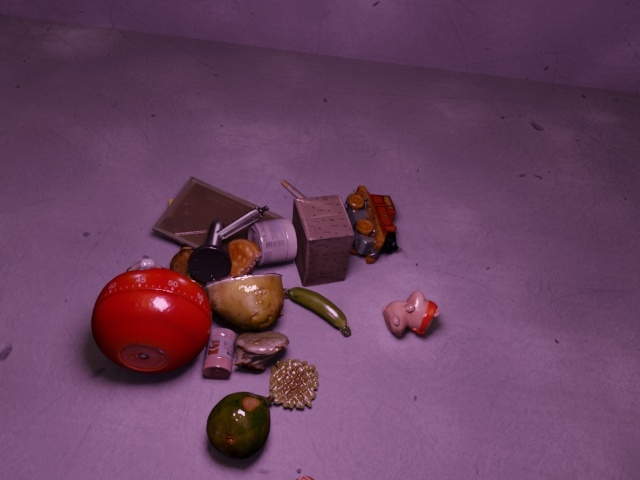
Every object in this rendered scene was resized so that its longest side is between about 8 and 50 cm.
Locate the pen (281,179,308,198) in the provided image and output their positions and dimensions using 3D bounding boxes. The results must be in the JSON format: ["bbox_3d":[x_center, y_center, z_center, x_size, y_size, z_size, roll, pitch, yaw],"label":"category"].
[{"bbox_3d":[-0.099,-0.211,2.382,0.040,0.032,0.233,-15,49,-47],"label":"pen"}]

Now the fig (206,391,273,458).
[{"bbox_3d":[-0.236,0.567,1.639,0.195,0.195,0.245,31,21,19],"label":"fig"}]

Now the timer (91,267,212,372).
[{"bbox_3d":[-0.549,0.268,1.703,0.378,0.378,0.279,2,47,-4],"label":"timer"}]

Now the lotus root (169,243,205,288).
[{"bbox_3d":[-0.507,0.121,1.984,0.129,0.145,0.260,17,41,-40],"label":"lotus root"}]

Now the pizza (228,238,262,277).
[{"bbox_3d":[-0.309,0.087,2.028,0.053,0.193,0.201,20,7,-45],"label":"pizza"}]

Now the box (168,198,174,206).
[{"bbox_3d":[-0.525,-0.109,2.241,0.270,0.043,0.152,1,53,-4],"label":"box"}]

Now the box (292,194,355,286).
[{"bbox_3d":[0.000,0.000,2.039,0.191,0.297,0.225,-8,51,-13],"label":"box"}]

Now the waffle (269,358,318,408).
[{"bbox_3d":[-0.091,0.491,1.787,0.169,0.036,0.183,7,50,-2],"label":"waffle"}]

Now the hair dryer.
[{"bbox_3d":[-0.348,-0.032,1.944,0.156,0.284,0.320,38,29,-22],"label":"hair dryer"}]

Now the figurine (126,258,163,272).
[{"bbox_3d":[-0.626,0.162,1.947,0.145,0.145,0.222,-20,53,-21],"label":"figurine"}]

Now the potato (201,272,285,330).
[{"bbox_3d":[-0.278,0.234,1.872,0.300,0.246,0.196,-10,75,8],"label":"potato"}]

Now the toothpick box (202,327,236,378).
[{"bbox_3d":[-0.350,0.393,1.802,0.099,0.098,0.148,3,49,-3],"label":"toothpick box"}]

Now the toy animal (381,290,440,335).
[{"bbox_3d":[0.341,0.277,1.938,0.198,0.171,0.171,-7,51,-9],"label":"toy animal"}]

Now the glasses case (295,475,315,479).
[{"bbox_3d":[-0.097,0.806,1.500,0.103,0.067,0.267,32,54,22],"label":"glasses case"}]

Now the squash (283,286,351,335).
[{"bbox_3d":[-0.006,0.249,1.979,0.319,0.080,0.071,31,16,18],"label":"squash"}]

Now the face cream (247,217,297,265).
[{"bbox_3d":[-0.194,0.005,2.063,0.153,0.177,0.177,-9,51,-22],"label":"face cream"}]

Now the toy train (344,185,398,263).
[{"bbox_3d":[0.216,-0.081,2.229,0.232,0.163,0.369,0,49,-17],"label":"toy train"}]

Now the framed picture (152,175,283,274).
[{"bbox_3d":[-0.422,-0.071,2.177,0.446,0.028,0.326,25,53,2],"label":"framed picture"}]

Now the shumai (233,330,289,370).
[{"bbox_3d":[-0.208,0.390,1.807,0.201,0.120,0.201,0,7,0],"label":"shumai"}]
